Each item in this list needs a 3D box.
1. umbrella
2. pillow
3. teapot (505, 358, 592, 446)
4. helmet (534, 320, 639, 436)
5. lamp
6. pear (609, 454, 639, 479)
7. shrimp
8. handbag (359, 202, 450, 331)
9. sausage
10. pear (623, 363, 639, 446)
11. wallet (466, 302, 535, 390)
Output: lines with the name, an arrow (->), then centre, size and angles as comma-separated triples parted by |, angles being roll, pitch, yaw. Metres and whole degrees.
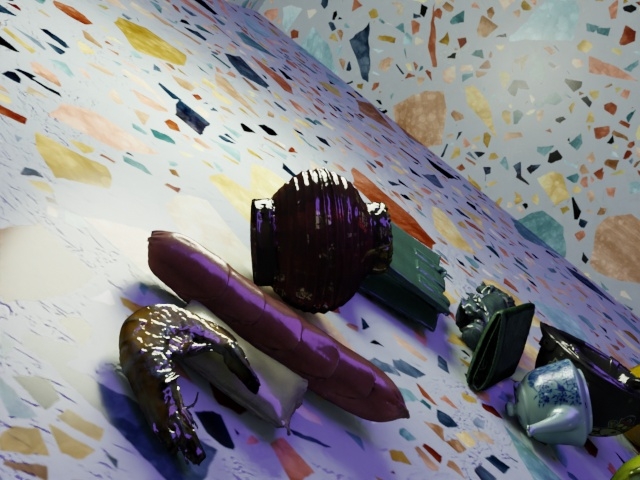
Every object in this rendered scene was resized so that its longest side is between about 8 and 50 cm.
umbrella -> 0.354, 0.175, 1.745 | 0.143, 0.094, 0.349 | 47, 22, 10
pillow -> -0.105, 0.155, 1.016 | 0.208, 0.053, 0.119 | 35, 16, 4
teapot -> 0.412, 0.301, 1.499 | 0.159, 0.159, 0.232 | 36, 11, -2
helmet -> 0.534, 0.299, 1.670 | 0.230, 0.161, 0.279 | 17, 14, -46
lamp -> 0.000, 0.000, 1.300 | 0.247, 0.247, 0.247 | 33, 19, -12
pear -> 0.654, 0.474, 1.413 | 0.292, 0.159, 0.292 | 29, 10, -6
shrimp -> -0.141, 0.152, 0.910 | 0.150, 0.051, 0.217 | 1, 44, -32
handbag -> 0.158, 0.052, 1.697 | 0.238, 0.089, 0.326 | 35, 17, -6
sausage -> -0.062, 0.124, 1.114 | 0.433, 0.088, 0.088 | 35, 18, -1
pear -> 0.760, 0.373, 1.838 | 0.208, 0.209, 0.209 | 33, 19, -12
wallet -> 0.358, 0.201, 1.592 | 0.055, 0.160, 0.236 | 23, 11, 26
